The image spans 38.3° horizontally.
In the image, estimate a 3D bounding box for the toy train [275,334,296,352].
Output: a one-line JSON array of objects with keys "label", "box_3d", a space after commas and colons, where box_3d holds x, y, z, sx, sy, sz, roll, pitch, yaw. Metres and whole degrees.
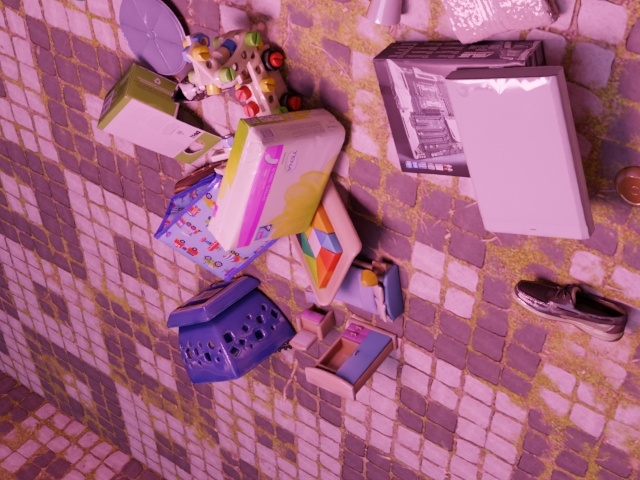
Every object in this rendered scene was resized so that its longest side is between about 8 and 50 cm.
[{"label": "toy train", "box_3d": [-0.091, 0.279, 2.507, 0.158, 0.027, 0.036, -20, 106, 50]}]

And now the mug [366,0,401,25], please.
[{"label": "mug", "box_3d": [0.110, -0.425, 1.629, 0.078, 0.062, 0.064, 24, 131, 16]}]

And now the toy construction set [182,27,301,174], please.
[{"label": "toy construction set", "box_3d": [-0.161, -0.291, 1.881, 0.151, 0.215, 0.327, 18, 135, 33]}]

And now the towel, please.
[{"label": "towel", "box_3d": [0.256, -0.455, 1.469, 0.187, 0.049, 0.282, -2, 123, 46]}]

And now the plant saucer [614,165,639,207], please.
[{"label": "plant saucer", "box_3d": [0.538, -0.087, 1.572, 0.083, 0.015, 0.083, 25, 139, 25]}]

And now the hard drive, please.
[{"label": "hard drive", "box_3d": [0.339, -0.144, 1.561, 0.203, 0.040, 0.307, 6, 129, 39]}]

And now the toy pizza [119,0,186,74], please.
[{"label": "toy pizza", "box_3d": [-0.369, -0.466, 2.068, 0.201, 0.032, 0.201, 24, 137, 25]}]

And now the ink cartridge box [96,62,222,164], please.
[{"label": "ink cartridge box", "box_3d": [-0.374, -0.292, 2.199, 0.255, 0.097, 0.189, 22, 152, -27]}]

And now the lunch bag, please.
[{"label": "lunch bag", "box_3d": [-0.219, -0.049, 2.192, 0.221, 0.138, 0.293, 34, 142, -23]}]

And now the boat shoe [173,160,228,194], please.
[{"label": "boat shoe", "box_3d": [-0.281, -0.148, 2.258, 0.207, 0.073, 0.073, -7, 160, 42]}]

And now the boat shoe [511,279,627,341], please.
[{"label": "boat shoe", "box_3d": [0.482, 0.118, 1.774, 0.224, 0.080, 0.073, 24, 133, 19]}]

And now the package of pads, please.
[{"label": "package of pads", "box_3d": [-0.089, -0.128, 1.918, 0.101, 0.229, 0.296, 49, 136, 30]}]

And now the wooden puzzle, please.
[{"label": "wooden puzzle", "box_3d": [0.000, 0.000, 2.062, 0.220, 0.044, 0.238, 66, 149, 27]}]

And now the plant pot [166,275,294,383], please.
[{"label": "plant pot", "box_3d": [-0.252, 0.230, 2.454, 0.236, 0.236, 0.212, -15, 106, 49]}]

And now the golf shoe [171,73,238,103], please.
[{"label": "golf shoe", "box_3d": [-0.252, -0.342, 2.024, 0.198, 0.094, 0.077, -18, 110, 49]}]

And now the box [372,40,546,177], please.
[{"label": "box", "box_3d": [0.262, -0.231, 1.648, 0.308, 0.076, 0.242, 10, 131, 37]}]

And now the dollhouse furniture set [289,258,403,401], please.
[{"label": "dollhouse furniture set", "box_3d": [0.021, 0.168, 2.155, 0.287, 0.198, 0.303, 18, 135, 31]}]
